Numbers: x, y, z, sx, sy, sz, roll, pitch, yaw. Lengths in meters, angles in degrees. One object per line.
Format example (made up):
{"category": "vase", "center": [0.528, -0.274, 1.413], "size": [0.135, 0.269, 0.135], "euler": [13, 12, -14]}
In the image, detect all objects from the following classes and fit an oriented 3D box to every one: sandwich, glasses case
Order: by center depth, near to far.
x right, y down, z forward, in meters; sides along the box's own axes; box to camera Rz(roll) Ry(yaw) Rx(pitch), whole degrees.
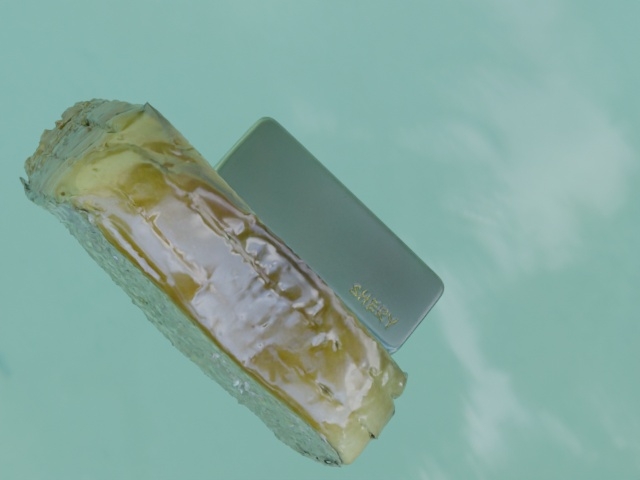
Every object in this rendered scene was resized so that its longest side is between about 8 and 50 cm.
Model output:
{"category": "sandwich", "center": [-0.068, 0.026, 1.221], "size": [0.251, 0.226, 0.087], "euler": [44, 80, -15]}
{"category": "glasses case", "center": [0.000, 0.000, 1.429], "size": [0.078, 0.184, 0.039], "euler": [-50, -174, -32]}
